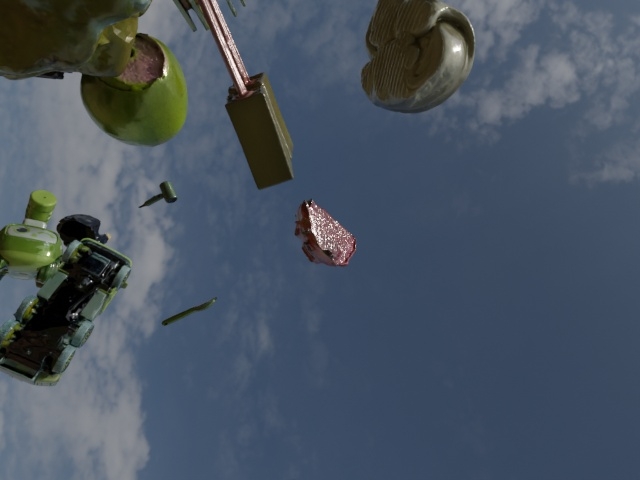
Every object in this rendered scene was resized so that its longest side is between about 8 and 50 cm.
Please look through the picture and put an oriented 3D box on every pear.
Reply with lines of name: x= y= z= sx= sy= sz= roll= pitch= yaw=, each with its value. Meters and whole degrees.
pear: x=-0.329 y=-0.257 z=0.818 sx=0.220 sy=0.188 sz=0.187 roll=147 pitch=-59 yaw=-69

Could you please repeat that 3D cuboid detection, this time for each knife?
knife: x=-0.373 y=0.204 z=1.300 sx=0.184 sy=0.022 sz=0.026 roll=-25 pitch=-146 yaw=10

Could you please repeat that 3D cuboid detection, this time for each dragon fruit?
dragon fruit: x=-0.009 y=0.008 z=1.398 sx=0.126 sy=0.274 sz=0.161 roll=-23 pitch=-132 yaw=28

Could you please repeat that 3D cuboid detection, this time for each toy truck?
toy truck: x=-0.666 y=0.011 z=1.046 sx=0.187 sy=0.148 sz=0.210 roll=-42 pitch=-135 yaw=42
toy truck: x=-0.330 y=0.100 z=0.596 sx=0.116 sy=0.085 sz=0.191 roll=-49 pitch=-162 yaw=45

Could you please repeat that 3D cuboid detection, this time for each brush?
brush: x=-0.086 y=-0.180 z=0.493 sx=0.047 sy=0.233 sz=0.103 roll=-17 pitch=-149 yaw=5

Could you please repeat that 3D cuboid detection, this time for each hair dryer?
hair dryer: x=-0.594 y=-0.151 z=1.653 sx=0.150 sy=0.047 sz=0.071 roll=-26 pitch=-104 yaw=4

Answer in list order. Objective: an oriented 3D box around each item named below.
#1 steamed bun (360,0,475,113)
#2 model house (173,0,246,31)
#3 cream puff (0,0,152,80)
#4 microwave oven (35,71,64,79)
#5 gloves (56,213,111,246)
steamed bun: x=0.301 y=-0.547 z=1.372 sx=0.367 sy=0.255 sz=0.342 roll=51 pitch=-47 yaw=53
model house: x=-0.259 y=-0.614 z=0.930 sx=0.243 sy=0.312 sz=0.357 roll=-27 pitch=-158 yaw=3
cream puff: x=-0.315 y=-0.364 z=0.496 sx=0.378 sy=0.378 sz=0.275 roll=-48 pitch=-139 yaw=23
microwave oven: x=-0.538 y=-0.379 z=0.791 sx=0.247 sy=0.188 sz=0.178 roll=32 pitch=-58 yaw=53
gloves: x=-0.717 y=-0.035 z=1.395 sx=0.181 sy=0.129 sz=0.106 roll=-145 pitch=-131 yaw=-67
